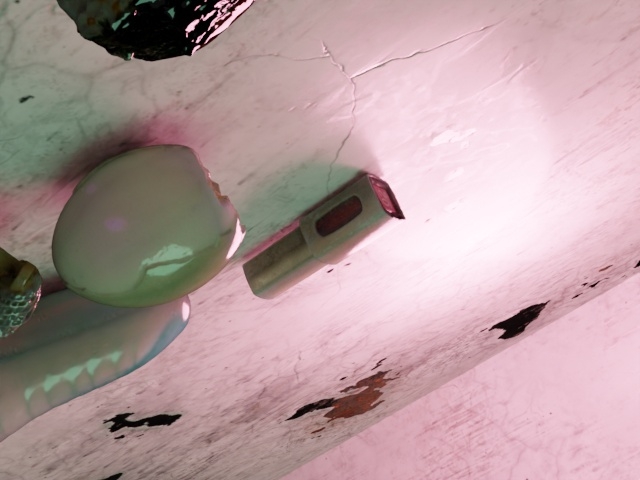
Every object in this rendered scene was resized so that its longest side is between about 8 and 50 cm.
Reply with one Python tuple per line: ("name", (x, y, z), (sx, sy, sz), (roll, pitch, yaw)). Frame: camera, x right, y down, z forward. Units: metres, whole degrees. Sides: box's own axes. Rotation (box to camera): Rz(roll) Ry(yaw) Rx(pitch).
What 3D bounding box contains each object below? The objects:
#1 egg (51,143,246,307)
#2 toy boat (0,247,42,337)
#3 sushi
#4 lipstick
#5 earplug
("egg", (-0.208, -0.008, 1.144), (0.217, 0.183, 0.183), (-33, 156, -1))
("toy boat", (-0.478, 0.166, 1.156), (0.136, 0.162, 0.445), (35, 112, -12))
("sushi", (-0.113, -0.247, 0.804), (0.225, 0.136, 0.126), (-35, 162, 14))
("lipstick", (0.000, 0.000, 1.476), (0.253, 0.079, 0.077), (-33, 155, 23))
("earplug", (-0.336, 0.133, 1.376), (0.324, 0.185, 0.185), (-22, 157, -21))
